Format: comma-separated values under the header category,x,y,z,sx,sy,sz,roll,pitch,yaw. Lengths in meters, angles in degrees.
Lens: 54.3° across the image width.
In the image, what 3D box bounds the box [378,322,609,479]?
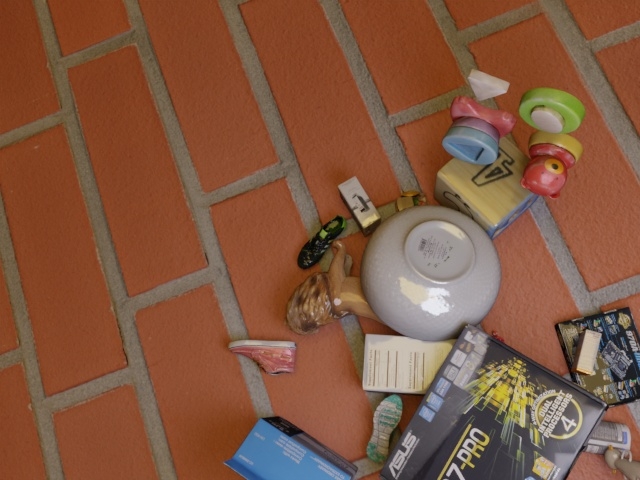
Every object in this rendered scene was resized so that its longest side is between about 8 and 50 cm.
category,x,y,z,sx,sy,sz,roll,pitch,yaw
box,0.355,0.423,1.308,0.318,0.097,0.394,31,91,32

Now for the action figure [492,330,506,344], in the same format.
category,x,y,z,sx,sy,sz,roll,pitch,yaw
action figure,0.448,0.279,1.544,0.038,0.030,0.115,-18,72,8

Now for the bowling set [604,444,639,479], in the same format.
category,x,y,z,sx,sy,sz,roll,pitch,yaw
bowling set,0.755,0.584,1.368,0.200,0.154,0.286,-9,98,-15

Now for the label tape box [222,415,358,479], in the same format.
category,x,y,z,sx,sy,sz,roll,pitch,yaw
label tape box,-0.050,0.502,1.391,0.241,0.333,0.105,29,81,14

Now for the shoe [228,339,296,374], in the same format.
category,x,y,z,sx,sy,sz,roll,pitch,yaw
shoe,-0.151,0.301,1.598,0.178,0.063,0.081,0,70,3

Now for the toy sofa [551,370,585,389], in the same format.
category,x,y,z,sx,sy,sz,roll,pitch,yaw
toy sofa,0.444,0.457,1.439,0.150,0.177,0.362,24,83,-12

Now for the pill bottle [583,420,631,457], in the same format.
category,x,y,z,sx,sy,sz,roll,pitch,yaw
pill bottle,0.635,0.454,1.445,0.137,0.078,0.078,7,76,9

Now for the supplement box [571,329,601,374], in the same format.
category,x,y,z,sx,sy,sz,roll,pitch,yaw
supplement box,0.619,0.262,1.453,0.036,0.062,0.098,16,80,14

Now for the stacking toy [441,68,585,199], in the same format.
category,x,y,z,sx,sy,sz,roll,pitch,yaw
stacking toy,0.413,-0.219,1.358,0.309,0.279,0.130,20,77,16

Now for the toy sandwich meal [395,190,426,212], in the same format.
category,x,y,z,sx,sy,sz,roll,pitch,yaw
toy sandwich meal,0.242,-0.099,1.669,0.086,0.029,0.085,-2,75,7

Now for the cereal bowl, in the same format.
category,x,y,z,sx,sy,sz,roll,pitch,yaw
cereal bowl,0.265,0.056,1.458,0.339,0.141,0.338,1,64,-3

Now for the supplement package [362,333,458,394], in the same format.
category,x,y,z,sx,sy,sz,roll,pitch,yaw
supplement package,0.229,0.306,1.508,0.244,0.139,0.133,2,75,9

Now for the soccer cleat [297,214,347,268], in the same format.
category,x,y,z,sx,sy,sz,roll,pitch,yaw
soccer cleat,0.000,0.000,1.653,0.060,0.072,0.179,41,84,15

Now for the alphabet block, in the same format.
category,x,y,z,sx,sy,sz,roll,pitch,yaw
alphabet block,0.423,-0.134,1.572,0.193,0.192,0.197,-41,73,-6

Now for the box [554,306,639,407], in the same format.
category,x,y,z,sx,sy,sz,roll,pitch,yaw
box,0.685,0.285,1.497,0.175,0.051,0.220,-15,74,4

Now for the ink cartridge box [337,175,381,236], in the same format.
category,x,y,z,sx,sy,sz,roll,pitch,yaw
ink cartridge box,0.105,-0.088,1.648,0.056,0.099,0.135,-30,75,-2

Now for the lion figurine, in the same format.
category,x,y,z,sx,sy,sz,roll,pitch,yaw
lion figurine,0.112,0.144,1.558,0.393,0.142,0.240,7,62,17

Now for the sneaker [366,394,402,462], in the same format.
category,x,y,z,sx,sy,sz,roll,pitch,yaw
sneaker,0.156,0.445,1.504,0.065,0.076,0.166,22,96,14
